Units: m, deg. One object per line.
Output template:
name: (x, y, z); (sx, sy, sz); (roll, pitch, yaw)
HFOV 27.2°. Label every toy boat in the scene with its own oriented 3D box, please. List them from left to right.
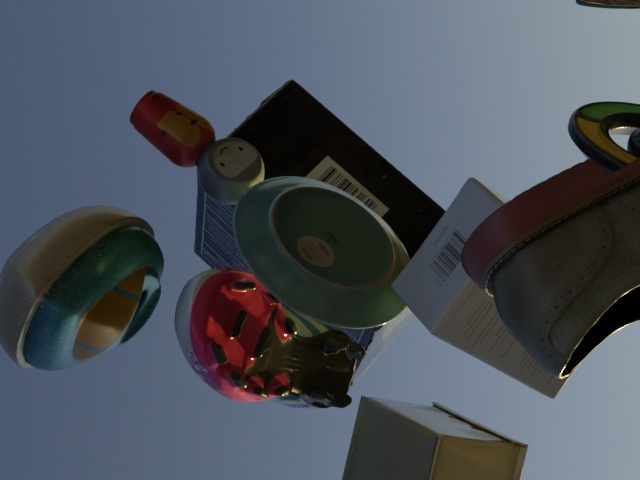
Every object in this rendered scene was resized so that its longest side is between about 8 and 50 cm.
toy boat: (-0.195, 0.009, 1.346); (0.148, 0.318, 0.267); (36, -172, 8)

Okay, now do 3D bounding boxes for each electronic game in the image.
electronic game: (0.386, -0.099, 1.466); (0.229, 0.048, 0.229); (11, -153, -5)

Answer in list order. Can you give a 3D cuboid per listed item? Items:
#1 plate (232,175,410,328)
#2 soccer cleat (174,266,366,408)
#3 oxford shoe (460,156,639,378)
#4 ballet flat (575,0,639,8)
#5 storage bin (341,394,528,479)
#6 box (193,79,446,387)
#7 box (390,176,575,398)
plate: (0.008, 0.003, 1.240); (0.188, 0.024, 0.188); (19, -139, -17)
soccer cleat: (-0.080, 0.102, 1.306); (0.331, 0.143, 0.116); (35, -110, -60)
oxford shoe: (0.278, -0.017, 0.914); (0.130, 0.348, 0.123); (62, 180, 28)
ballet flat: (0.397, -0.303, 1.556); (0.073, 0.206, 0.067); (-53, -33, -54)
storage bin: (0.126, 0.352, 1.705); (0.123, 0.262, 0.260); (12, -89, -21)
box: (0.000, 0.000, 1.689); (0.296, 0.183, 0.294); (42, 160, 9)
box: (0.176, 0.045, 1.211); (0.170, 0.130, 0.091); (30, -169, -33)
